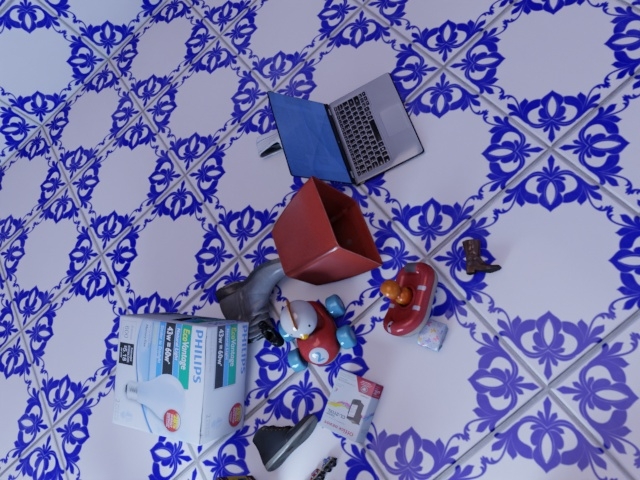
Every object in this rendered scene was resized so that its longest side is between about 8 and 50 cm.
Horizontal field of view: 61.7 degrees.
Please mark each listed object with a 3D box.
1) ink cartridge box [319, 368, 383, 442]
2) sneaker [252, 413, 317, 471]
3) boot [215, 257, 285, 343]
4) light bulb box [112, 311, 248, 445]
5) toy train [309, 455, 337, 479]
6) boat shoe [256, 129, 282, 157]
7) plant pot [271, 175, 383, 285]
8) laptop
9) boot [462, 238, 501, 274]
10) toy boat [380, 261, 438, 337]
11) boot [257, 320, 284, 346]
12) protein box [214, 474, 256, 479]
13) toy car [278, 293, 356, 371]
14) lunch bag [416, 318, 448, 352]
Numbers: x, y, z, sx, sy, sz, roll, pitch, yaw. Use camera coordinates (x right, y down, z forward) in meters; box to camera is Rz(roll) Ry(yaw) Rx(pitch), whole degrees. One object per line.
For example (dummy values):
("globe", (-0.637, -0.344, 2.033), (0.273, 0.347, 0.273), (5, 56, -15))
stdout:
("ink cartridge box", (0.091, 0.486, 1.571), (0.127, 0.072, 0.175), (15, 77, 29))
("sneaker", (-0.115, 0.581, 1.628), (0.222, 0.083, 0.118), (-46, 57, 4))
("boot", (-0.189, 0.213, 1.814), (0.338, 0.118, 0.223), (-31, 66, 20))
("light bulb box", (-0.447, 0.425, 1.726), (0.360, 0.225, 0.359), (1, 87, 27))
("toy train", (-0.009, 0.689, 1.568), (0.158, 0.027, 0.036), (-48, 47, 2))
("boat shoe", (-0.129, -0.379, 2.028), (0.257, 0.095, 0.084), (-19, 66, 30))
("plant pot", (0.000, 0.000, 1.717), (0.235, 0.267, 0.267), (-34, 58, 23))
("laptop", (0.081, -0.409, 1.842), (0.407, 0.236, 0.382), (-25, 62, 15))
("boot", (0.477, 0.040, 1.587), (0.106, 0.037, 0.114), (-8, 62, 21))
("toy boat", (0.237, 0.162, 1.564), (0.151, 0.151, 0.231), (-9, 61, 59))
("boot", (-0.152, 0.308, 1.708), (0.045, 0.121, 0.099), (-43, 17, -9))
("protein box", (-0.265, 0.807, 1.542), (0.136, 0.200, 0.201), (36, 87, 32))
("toy car", (-0.046, 0.266, 1.631), (0.219, 0.238, 0.211), (-28, 60, 14))
("lunch bag", (0.323, 0.277, 1.555), (0.071, 0.053, 0.083), (14, 67, 28))
